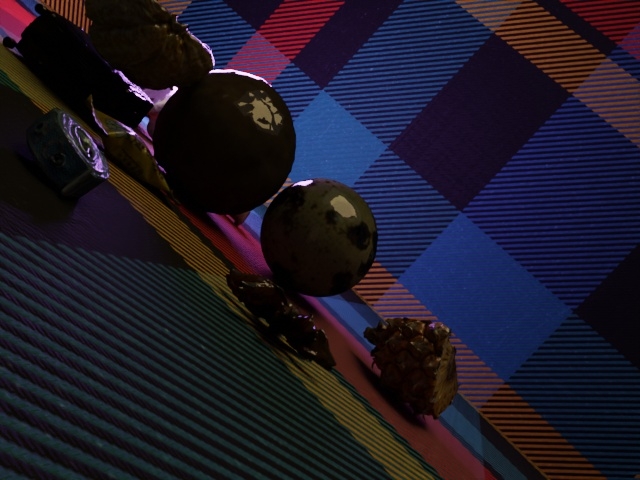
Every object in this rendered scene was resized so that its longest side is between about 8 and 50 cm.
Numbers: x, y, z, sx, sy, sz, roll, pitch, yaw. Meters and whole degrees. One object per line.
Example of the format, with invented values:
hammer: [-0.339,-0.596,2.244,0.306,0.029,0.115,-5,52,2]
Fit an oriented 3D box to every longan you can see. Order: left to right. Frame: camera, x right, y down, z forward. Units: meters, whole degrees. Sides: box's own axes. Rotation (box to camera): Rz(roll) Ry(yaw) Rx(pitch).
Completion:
longan: [-0.265,-0.283,1.963,0.404,0.404,0.436,40,3,-37]

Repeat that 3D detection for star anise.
star anise: [-0.075,0.152,1.348,0.288,0.088,0.288,39,-12,10]

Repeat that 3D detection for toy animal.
toy animal: [-0.583,-0.440,2.437,0.307,0.266,0.188,-8,-51,36]

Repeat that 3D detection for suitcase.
suitcase: [-0.626,-0.435,1.818,0.335,0.152,0.229,46,6,2]

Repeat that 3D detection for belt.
belt: [-0.415,-0.140,1.122,0.148,0.082,0.163,53,0,-3]

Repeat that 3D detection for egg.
egg: [0.000,0.000,2.032,0.345,0.345,0.428,44,-9,19]

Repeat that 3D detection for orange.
orange: [-0.458,-0.517,1.760,0.368,0.210,0.271,36,3,-45]

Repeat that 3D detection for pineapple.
pineapple: [0.206,0.356,1.858,0.286,0.209,0.344,15,-37,28]

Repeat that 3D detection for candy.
candy: [-0.448,-0.206,1.621,0.187,0.081,0.297,47,-6,49]

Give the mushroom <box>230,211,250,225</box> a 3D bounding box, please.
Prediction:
mushroom: [-0.329,-0.158,2.259,0.247,0.096,0.108,45,-23,-12]
